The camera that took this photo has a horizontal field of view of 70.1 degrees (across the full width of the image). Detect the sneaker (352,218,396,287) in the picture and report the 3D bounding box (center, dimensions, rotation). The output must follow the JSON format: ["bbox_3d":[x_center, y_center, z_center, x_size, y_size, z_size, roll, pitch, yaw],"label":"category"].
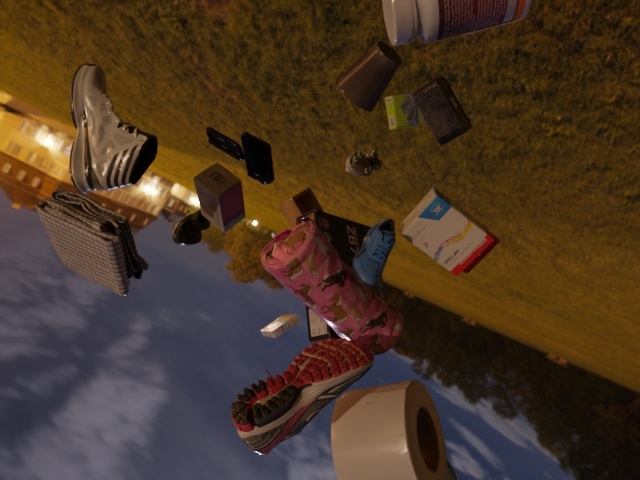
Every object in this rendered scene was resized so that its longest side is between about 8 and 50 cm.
[{"bbox_3d":[0.131,0.021,1.051,0.069,0.082,0.209,33,-141,-6],"label":"sneaker"}]

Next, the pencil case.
[{"bbox_3d":[0.037,0.120,1.086,0.160,0.167,0.386,-16,127,46],"label":"pencil case"}]

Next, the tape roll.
[{"bbox_3d":[0.155,0.440,0.991,0.169,0.245,0.246,-18,154,25],"label":"tape roll"}]

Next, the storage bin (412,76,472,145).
[{"bbox_3d":[0.366,-0.388,1.367,0.180,0.084,0.122,60,-145,-4],"label":"storage bin"}]

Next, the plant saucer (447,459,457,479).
[{"bbox_3d":[0.197,0.655,1.180,0.318,0.317,0.043,26,157,42],"label":"plant saucer"}]

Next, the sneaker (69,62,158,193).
[{"bbox_3d":[-0.665,-0.375,1.509,0.258,0.446,0.169,-4,169,-4],"label":"sneaker"}]

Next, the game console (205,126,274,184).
[{"bbox_3d":[-0.337,-0.376,1.875,0.362,0.044,0.213,31,148,21],"label":"game console"}]

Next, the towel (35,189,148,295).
[{"bbox_3d":[-0.643,-0.001,1.307,0.284,0.121,0.234,21,134,17],"label":"towel"}]

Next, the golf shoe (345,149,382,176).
[{"bbox_3d":[0.099,-0.194,1.215,0.086,0.069,0.176,-21,180,31],"label":"golf shoe"}]

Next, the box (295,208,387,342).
[{"bbox_3d":[0.076,0.124,1.452,0.097,0.394,0.318,-21,156,36],"label":"box"}]

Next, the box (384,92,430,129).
[{"bbox_3d":[0.304,-0.440,1.544,0.179,0.108,0.042,-17,-168,-30],"label":"box"}]

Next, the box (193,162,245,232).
[{"bbox_3d":[-0.404,-0.171,1.848,0.149,0.127,0.232,37,151,19],"label":"box"}]

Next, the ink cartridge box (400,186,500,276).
[{"bbox_3d":[0.332,-0.008,1.147,0.231,0.134,0.078,35,-158,-8],"label":"ink cartridge box"}]

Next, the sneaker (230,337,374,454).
[{"bbox_3d":[-0.026,0.295,0.897,0.121,0.300,0.111,35,146,57],"label":"sneaker"}]

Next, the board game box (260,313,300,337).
[{"bbox_3d":[-0.139,0.291,1.561,0.026,0.104,0.154,59,157,-4],"label":"board game box"}]

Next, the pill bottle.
[{"bbox_3d":[0.392,-0.719,1.346,0.393,0.223,0.224,-13,174,3],"label":"pill bottle"}]

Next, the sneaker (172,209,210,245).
[{"bbox_3d":[-0.562,-0.040,1.911,0.286,0.130,0.108,-72,-38,-71],"label":"sneaker"}]

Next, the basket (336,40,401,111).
[{"bbox_3d":[0.210,-0.676,1.859,0.204,0.227,0.154,39,-140,-10],"label":"basket"}]

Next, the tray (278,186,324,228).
[{"bbox_3d":[0.000,0.000,1.812,0.410,0.076,0.203,60,-155,-7],"label":"tray"}]
